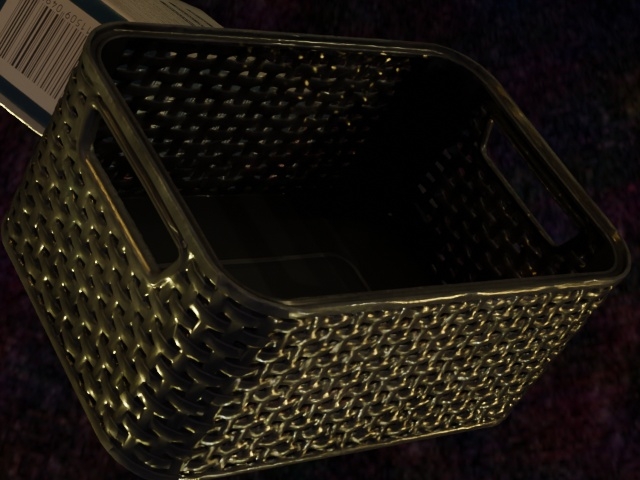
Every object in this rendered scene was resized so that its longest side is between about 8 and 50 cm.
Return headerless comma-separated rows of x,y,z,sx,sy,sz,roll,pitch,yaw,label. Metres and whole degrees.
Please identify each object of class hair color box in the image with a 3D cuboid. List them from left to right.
-0.131,-0.127,1.104,0.174,0.347,0.105,38,101,16,hair color box

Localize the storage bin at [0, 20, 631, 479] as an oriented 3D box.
0.000,0.000,0.475,0.180,0.122,0.084,-2,138,-41,storage bin
